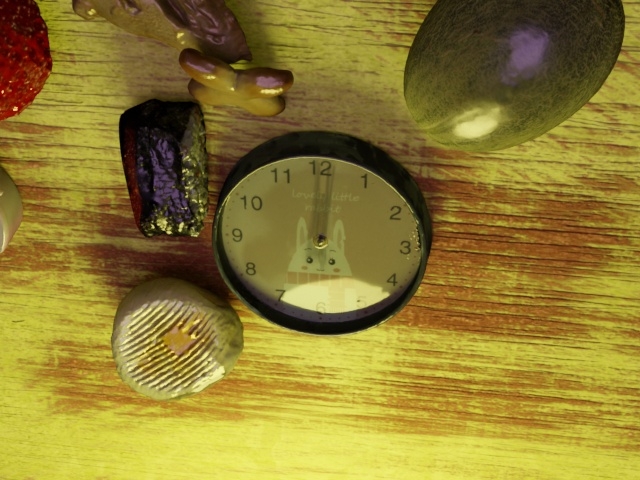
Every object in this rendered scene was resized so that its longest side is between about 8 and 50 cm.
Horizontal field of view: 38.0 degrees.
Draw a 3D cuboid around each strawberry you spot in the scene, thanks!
[{"bbox_3d":[-0.538,-0.277,1.380,0.257,0.277,0.257,2,122,3],"label":"strawberry"}]

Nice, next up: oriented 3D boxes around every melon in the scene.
[{"bbox_3d":[0.261,-0.261,1.293,0.248,0.249,0.329,41,122,-17],"label":"melon"}]

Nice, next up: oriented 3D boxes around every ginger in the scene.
[{"bbox_3d":[-0.243,-0.372,1.361,0.354,0.126,0.190,31,95,-9],"label":"ginger"}]

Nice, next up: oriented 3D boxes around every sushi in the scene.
[{"bbox_3d":[-0.246,-0.117,1.523,0.126,0.136,0.225,-3,115,7],"label":"sushi"}]

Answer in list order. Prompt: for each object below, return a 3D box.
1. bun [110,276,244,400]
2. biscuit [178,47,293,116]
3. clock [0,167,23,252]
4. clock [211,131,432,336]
[{"bbox_3d":[-0.265,0.180,1.706,0.243,0.153,0.244,1,102,7],"label":"bun"},{"bbox_3d":[-0.126,-0.232,1.398,0.164,0.208,0.047,10,87,-4],"label":"biscuit"},{"bbox_3d":[-0.700,-0.083,1.628,0.338,0.102,0.339,3,122,5],"label":"clock"},{"bbox_3d":[0.000,0.000,1.593,0.385,0.076,0.386,4,123,6],"label":"clock"}]
